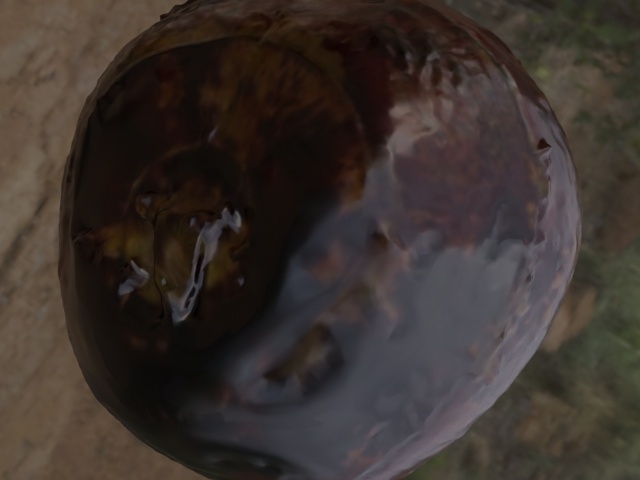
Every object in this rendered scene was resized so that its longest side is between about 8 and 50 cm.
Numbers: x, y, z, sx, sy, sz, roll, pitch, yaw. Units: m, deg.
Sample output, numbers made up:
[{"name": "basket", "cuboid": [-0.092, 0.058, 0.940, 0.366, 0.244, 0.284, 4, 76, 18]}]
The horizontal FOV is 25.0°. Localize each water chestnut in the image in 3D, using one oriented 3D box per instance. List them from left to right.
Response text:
[{"name": "water chestnut", "cuboid": [0.000, 0.000, 0.930, 0.350, 0.350, 0.302, -59, 146, 4]}]
